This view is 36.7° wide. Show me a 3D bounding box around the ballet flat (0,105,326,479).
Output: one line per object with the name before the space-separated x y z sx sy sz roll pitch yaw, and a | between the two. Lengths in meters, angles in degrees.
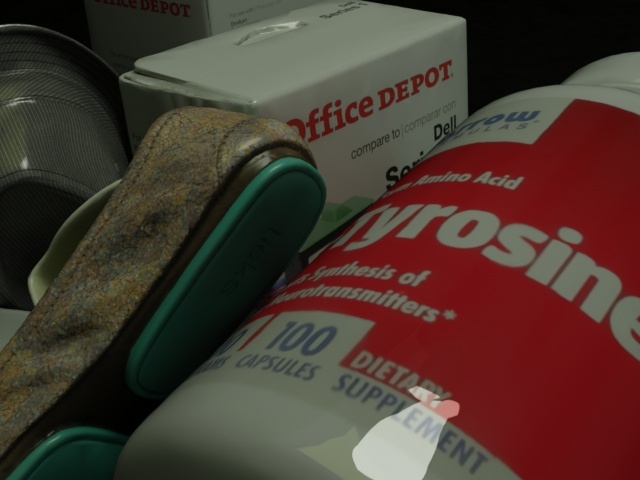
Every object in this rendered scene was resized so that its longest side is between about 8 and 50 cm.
ballet flat | -0.121 0.065 0.469 0.106 0.107 0.316 32 80 31

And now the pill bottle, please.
pill bottle | 0.108 0.060 0.506 0.229 0.229 0.408 14 40 33

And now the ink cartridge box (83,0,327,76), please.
ink cartridge box | -0.095 -0.162 0.999 0.198 0.270 0.197 20 35 40

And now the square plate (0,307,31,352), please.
square plate | -0.313 0.148 0.658 0.344 0.049 0.347 5 28 19

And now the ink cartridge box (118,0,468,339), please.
ink cartridge box | 0.000 0.000 0.644 0.117 0.278 0.201 18 34 39

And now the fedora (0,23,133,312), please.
fedora | -0.244 -0.031 0.814 0.244 0.275 0.124 -26 55 -12
